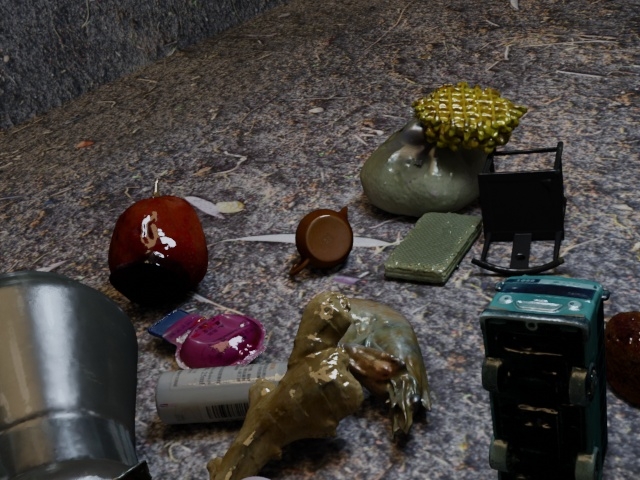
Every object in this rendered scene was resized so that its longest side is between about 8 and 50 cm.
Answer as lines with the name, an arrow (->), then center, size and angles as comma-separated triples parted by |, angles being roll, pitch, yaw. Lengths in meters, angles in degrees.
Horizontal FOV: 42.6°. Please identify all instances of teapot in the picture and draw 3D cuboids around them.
teapot -> -0.375, 0.264, 1.015 | 0.376, 0.305, 0.362 | -42, 46, 9
teapot -> 0.000, 0.000, 1.532 | 0.173, 0.116, 0.116 | -50, 38, -8

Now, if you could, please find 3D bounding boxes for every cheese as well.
cheese -> -0.187, 0.162, 1.349 | 0.244, 0.062, 0.155 | 12, 36, 40

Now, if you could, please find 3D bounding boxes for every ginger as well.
ginger -> -0.041, 0.223, 1.089 | 0.148, 0.081, 0.334 | 37, 77, 16

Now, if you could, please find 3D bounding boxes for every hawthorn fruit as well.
hawthorn fruit -> -0.307, 0.001, 1.525 | 0.189, 0.189, 0.252 | -14, 67, -1

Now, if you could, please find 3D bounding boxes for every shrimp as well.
shrimp -> 0.070, 0.170, 1.181 | 0.168, 0.077, 0.317 | 6, 25, -9

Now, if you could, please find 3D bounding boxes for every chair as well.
chair -> 0.356, -0.063, 1.454 | 0.154, 0.142, 0.260 | -2, 27, 20

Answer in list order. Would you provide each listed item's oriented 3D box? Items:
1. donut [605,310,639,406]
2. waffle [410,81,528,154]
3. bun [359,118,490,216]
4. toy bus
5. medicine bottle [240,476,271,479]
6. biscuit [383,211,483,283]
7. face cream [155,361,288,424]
donut -> 0.480, 0.150, 1.065 | 0.217, 0.085, 0.141 | -6, 29, 9
waffle -> 0.274, -0.235, 1.555 | 0.197, 0.070, 0.193 | 28, 44, 29
bun -> 0.215, -0.162, 1.661 | 0.272, 0.168, 0.273 | -15, 33, 10
toy bus -> 0.265, 0.166, 0.951 | 0.128, 0.256, 0.147 | 3, 29, 27
medicine bottle -> -0.081, 0.357, 0.888 | 0.121, 0.122, 0.212 | -8, 28, 9
biscuit -> 0.206, 0.009, 1.484 | 0.121, 0.041, 0.199 | 7, 34, 29
face cream -> -0.102, 0.220, 1.189 | 0.268, 0.082, 0.082 | -6, 29, 13
